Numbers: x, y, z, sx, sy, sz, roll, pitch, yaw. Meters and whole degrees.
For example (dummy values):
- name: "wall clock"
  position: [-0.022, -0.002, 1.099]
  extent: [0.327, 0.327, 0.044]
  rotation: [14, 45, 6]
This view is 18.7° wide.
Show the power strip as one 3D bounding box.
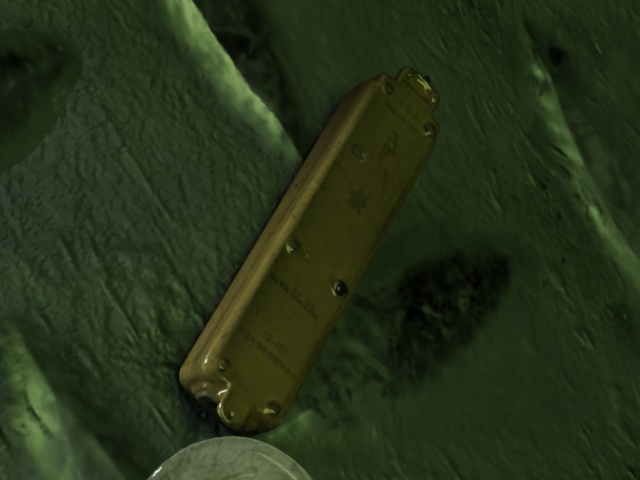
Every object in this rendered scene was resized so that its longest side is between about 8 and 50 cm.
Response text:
- name: "power strip"
  position: [0.000, 0.000, 1.198]
  extent: [0.064, 0.044, 0.305]
  rotation: [42, 54, -17]

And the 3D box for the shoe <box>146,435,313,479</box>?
- name: "shoe"
  position: [-0.102, 0.244, 0.985]
  extent: [0.124, 0.159, 0.316]
  rotation: [36, 84, 10]
